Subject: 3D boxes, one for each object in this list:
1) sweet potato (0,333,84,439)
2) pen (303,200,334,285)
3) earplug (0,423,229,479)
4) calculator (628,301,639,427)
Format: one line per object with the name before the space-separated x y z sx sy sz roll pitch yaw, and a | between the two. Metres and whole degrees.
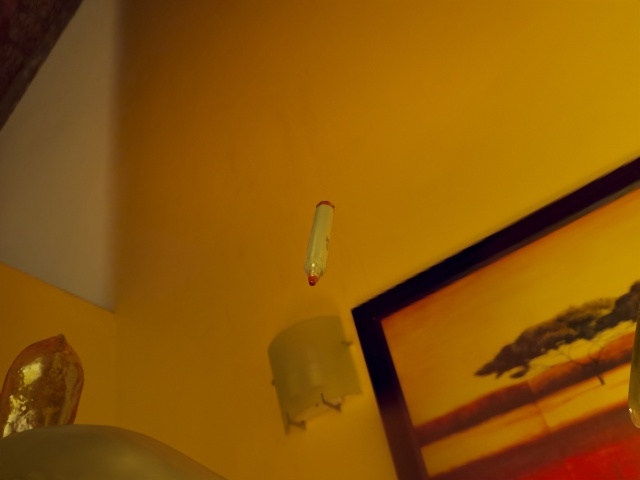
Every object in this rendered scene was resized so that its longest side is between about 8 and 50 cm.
sweet potato | -0.340 0.248 0.709 0.097 0.291 0.097 -3 -35 -2
pen | 0.000 0.000 0.679 0.026 0.218 0.026 1 -68 3
earplug | -0.147 0.324 0.452 0.394 0.312 0.312 27 -42 9
calculator | 0.347 0.080 0.585 0.157 0.236 0.033 21 -9 -39
